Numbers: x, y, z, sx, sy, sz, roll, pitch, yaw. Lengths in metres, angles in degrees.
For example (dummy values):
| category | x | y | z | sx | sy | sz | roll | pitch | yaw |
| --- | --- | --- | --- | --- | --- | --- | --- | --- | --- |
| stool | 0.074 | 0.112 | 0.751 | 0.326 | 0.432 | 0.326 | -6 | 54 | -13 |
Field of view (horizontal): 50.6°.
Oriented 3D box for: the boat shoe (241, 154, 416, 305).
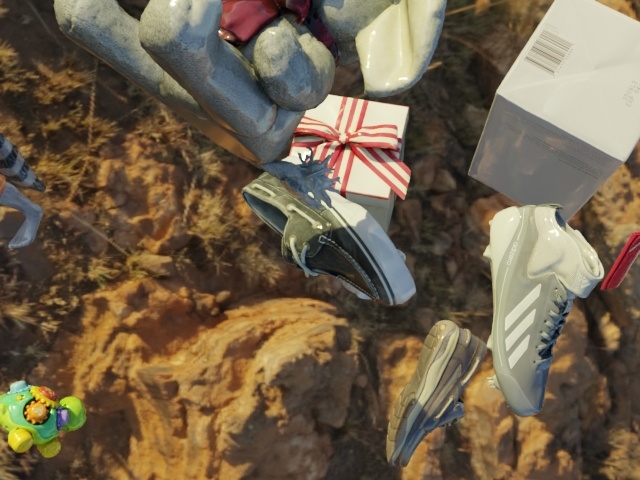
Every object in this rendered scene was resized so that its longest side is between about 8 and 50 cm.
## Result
| category | x | y | z | sx | sy | sz | roll | pitch | yaw |
| --- | --- | --- | --- | --- | --- | --- | --- | --- | --- |
| boat shoe | 0.000 | 0.000 | 0.960 | 0.119 | 0.335 | 0.121 | -33 | 133 | -14 |

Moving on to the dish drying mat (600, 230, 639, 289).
| category | x | y | z | sx | sy | sz | roll | pitch | yaw |
| --- | --- | --- | --- | --- | --- | --- | --- | --- | --- |
| dish drying mat | 0.356 | 0.024 | 0.789 | 0.032 | 0.008 | 0.083 | -9 | 130 | -30 |

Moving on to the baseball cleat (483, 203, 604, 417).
| category | x | y | z | sx | sy | sz | roll | pitch | yaw |
| --- | --- | --- | --- | --- | --- | --- | --- | --- | --- |
| baseball cleat | 0.210 | 0.068 | 0.637 | 0.072 | 0.109 | 0.205 | -11 | 93 | -48 |

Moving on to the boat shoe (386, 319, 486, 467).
| category | x | y | z | sx | sy | sz | roll | pitch | yaw |
| --- | --- | --- | --- | --- | --- | --- | --- | --- | --- |
| boat shoe | 0.245 | 0.344 | 1.432 | 0.132 | 0.130 | 0.355 | -76 | -173 | -70 |

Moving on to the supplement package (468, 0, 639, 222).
| category | x | y | z | sx | sy | sz | roll | pitch | yaw |
| --- | --- | --- | --- | --- | --- | --- | --- | --- | --- |
| supplement package | 0.339 | -0.167 | 0.948 | 0.177 | 0.175 | 0.293 | -56 | 167 | -10 |

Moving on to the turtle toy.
| category | x | y | z | sx | sy | sz | roll | pitch | yaw |
| --- | --- | --- | --- | --- | --- | --- | --- | --- | --- |
| turtle toy | -0.352 | 0.219 | 0.854 | 0.066 | 0.095 | 0.130 | -52 | 149 | -6 |

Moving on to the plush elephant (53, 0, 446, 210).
| category | x | y | z | sx | sy | sz | roll | pitch | yaw |
| --- | --- | --- | --- | --- | --- | --- | --- | --- | --- |
| plush elephant | -0.034 | -0.213 | 0.663 | 0.330 | 0.272 | 0.255 | 37 | 83 | -36 |

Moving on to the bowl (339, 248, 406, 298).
| category | x | y | z | sx | sy | sz | roll | pitch | yaw |
| --- | --- | --- | --- | --- | --- | --- | --- | --- | --- |
| bowl | 0.115 | 0.085 | 1.542 | 0.170 | 0.170 | 0.080 | 24 | 53 | -45 |

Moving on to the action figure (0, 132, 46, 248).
| category | x | y | z | sx | sy | sz | roll | pitch | yaw |
| --- | --- | --- | --- | --- | --- | --- | --- | --- | --- |
| action figure | -0.491 | -0.173 | 0.836 | 0.178 | 0.341 | 0.330 | -35 | 132 | -33 |

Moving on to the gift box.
| category | x | y | z | sx | sy | sz | roll | pitch | yaw |
| --- | --- | --- | --- | --- | --- | --- | --- | --- | --- |
| gift box | 0.066 | -0.145 | 1.458 | 0.258 | 0.255 | 0.276 | 79 | 18 | -66 |
